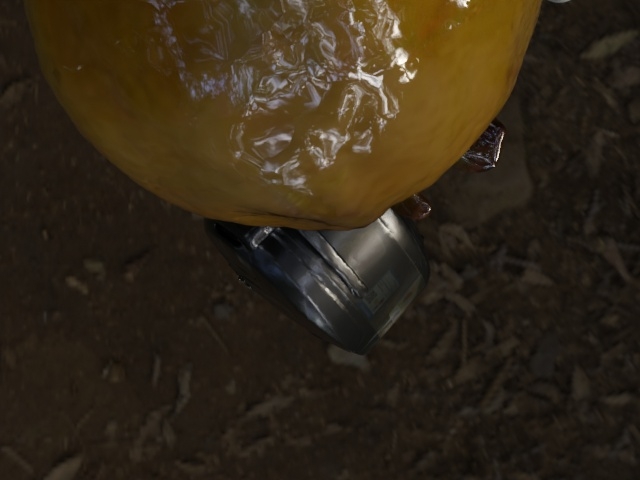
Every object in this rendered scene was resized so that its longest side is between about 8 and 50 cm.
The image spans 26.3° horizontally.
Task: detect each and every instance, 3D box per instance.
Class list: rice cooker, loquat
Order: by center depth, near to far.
[{"bbox_3d":[-0.012,-0.117,0.563,0.238,0.193,0.238,-11,105,-47],"label":"loquat"},{"bbox_3d":[0.000,0.000,0.840,0.106,0.112,0.165,-44,140,-12],"label":"rice cooker"}]

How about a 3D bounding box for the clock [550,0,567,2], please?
[{"bbox_3d":[0.297,-0.414,1.834,0.166,0.092,0.162,25,91,-24],"label":"clock"}]
